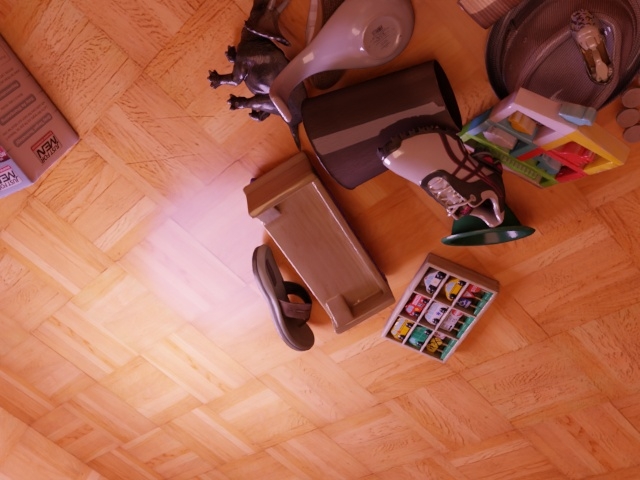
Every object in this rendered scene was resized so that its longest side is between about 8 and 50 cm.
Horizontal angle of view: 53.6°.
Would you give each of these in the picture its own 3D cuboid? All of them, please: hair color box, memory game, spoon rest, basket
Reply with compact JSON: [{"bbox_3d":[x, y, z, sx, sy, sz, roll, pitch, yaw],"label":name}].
[{"bbox_3d":[-0.669,-0.291,1.239,0.113,0.185,0.374,-16,122,27],"label":"hair color box"},{"bbox_3d":[0.569,-0.217,1.009,0.186,0.012,0.186,2,134,2],"label":"memory game"},{"bbox_3d":[0.031,-0.308,1.033,0.276,0.084,0.137,-35,132,1],"label":"spoon rest"},{"bbox_3d":[0.114,-0.206,1.091,0.226,0.154,0.204,-20,142,25],"label":"basket"}]

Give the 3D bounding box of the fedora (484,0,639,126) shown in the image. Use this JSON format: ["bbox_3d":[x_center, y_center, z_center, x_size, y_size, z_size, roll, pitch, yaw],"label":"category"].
[{"bbox_3d":[0.379,-0.280,0.964,0.243,0.124,0.275,27,131,-6],"label":"fedora"}]

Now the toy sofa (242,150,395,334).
[{"bbox_3d":[0.000,0.000,1.317,0.150,0.177,0.363,-31,116,7],"label":"toy sofa"}]

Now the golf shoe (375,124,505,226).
[{"bbox_3d":[0.213,-0.104,1.040,0.272,0.120,0.105,11,147,-34],"label":"golf shoe"}]

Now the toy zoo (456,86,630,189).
[{"bbox_3d":[0.350,-0.158,1.011,0.192,0.030,0.293,27,173,-6],"label":"toy zoo"}]

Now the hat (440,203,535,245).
[{"bbox_3d":[0.300,-0.093,1.206,0.173,0.184,0.208,-14,167,40],"label":"hat"}]

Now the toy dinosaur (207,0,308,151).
[{"bbox_3d":[-0.090,-0.276,1.118,0.160,0.121,0.314,-1,125,35],"label":"toy dinosaur"}]

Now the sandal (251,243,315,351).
[{"bbox_3d":[-0.069,0.138,1.456,0.086,0.120,0.303,-15,123,11],"label":"sandal"}]

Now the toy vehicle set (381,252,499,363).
[{"bbox_3d":[0.262,0.158,1.416,0.166,0.035,0.267,22,131,-1],"label":"toy vehicle set"}]

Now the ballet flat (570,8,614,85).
[{"bbox_3d":[0.378,-0.264,0.873,0.041,0.041,0.114,-19,116,29],"label":"ballet flat"}]

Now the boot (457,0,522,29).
[{"bbox_3d":[0.224,-0.460,0.872,0.283,0.109,0.220,39,120,-13],"label":"boot"}]

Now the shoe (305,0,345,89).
[{"bbox_3d":[0.015,-0.358,1.066,0.076,0.058,0.219,-4,136,-13],"label":"shoe"}]
